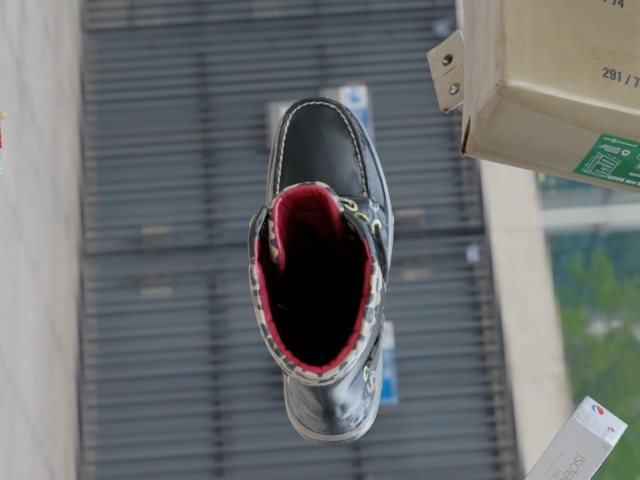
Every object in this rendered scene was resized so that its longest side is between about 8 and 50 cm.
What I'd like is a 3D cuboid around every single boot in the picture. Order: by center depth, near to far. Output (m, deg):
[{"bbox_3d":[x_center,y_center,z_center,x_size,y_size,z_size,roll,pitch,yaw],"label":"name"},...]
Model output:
[{"bbox_3d":[0.000,0.000,1.644,0.284,0.138,0.377,75,16,-74],"label":"boot"}]

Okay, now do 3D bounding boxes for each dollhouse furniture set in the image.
[{"bbox_3d":[0.273,-0.253,2.393,0.129,0.184,0.129,30,37,-37],"label":"dollhouse furniture set"}]

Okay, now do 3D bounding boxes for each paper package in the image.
[{"bbox_3d":[0.358,-0.238,2.172,0.168,0.325,0.309,120,-22,-56],"label":"paper package"}]

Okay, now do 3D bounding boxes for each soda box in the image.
[{"bbox_3d":[0.343,0.326,2.321,0.069,0.074,0.216,-39,162,-54],"label":"soda box"}]

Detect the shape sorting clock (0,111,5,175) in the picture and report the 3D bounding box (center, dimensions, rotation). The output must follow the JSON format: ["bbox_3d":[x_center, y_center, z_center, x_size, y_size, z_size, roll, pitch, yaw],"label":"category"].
[{"bbox_3d":[-0.488,-0.185,2.432,0.206,0.040,0.206,173,-90,-77],"label":"shape sorting clock"}]
